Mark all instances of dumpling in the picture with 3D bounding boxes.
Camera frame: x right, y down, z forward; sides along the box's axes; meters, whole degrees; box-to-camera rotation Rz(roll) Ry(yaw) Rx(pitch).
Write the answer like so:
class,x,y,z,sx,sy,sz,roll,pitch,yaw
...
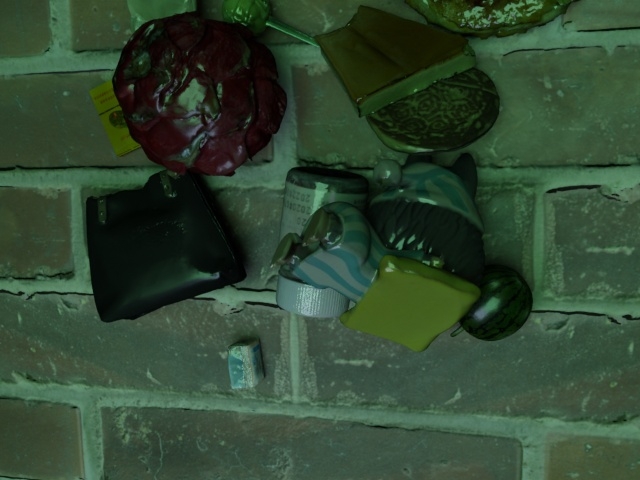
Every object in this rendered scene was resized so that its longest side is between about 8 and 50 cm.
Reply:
class,x,y,z,sx,sy,sz,roll,pitch,yaw
dumpling,-0.314,-0.519,1.531,0.162,0.132,0.250,7,101,17

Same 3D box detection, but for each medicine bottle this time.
class,x,y,z,sx,sy,sz,roll,pitch,yaw
medicine bottle,0.000,0.000,1.519,0.165,0.165,0.274,9,102,13

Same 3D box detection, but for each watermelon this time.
class,x,y,z,sx,sy,sz,roll,pitch,yaw
watermelon,0.314,0.133,1.474,0.140,0.140,0.187,43,114,5

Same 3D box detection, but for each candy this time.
class,x,y,z,sx,sy,sz,roll,pitch,yaw
candy,-0.037,-0.397,1.513,0.335,0.093,0.092,25,104,2

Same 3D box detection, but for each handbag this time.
class,x,y,z,sx,sy,sz,roll,pitch,yaw
handbag,-0.347,0.000,1.627,0.342,0.152,0.288,-19,83,14

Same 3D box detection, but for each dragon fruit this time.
class,x,y,z,sx,sy,sz,roll,pitch,yaw
dragon fruit,-0.230,-0.274,1.457,0.329,0.329,0.329,2,100,14

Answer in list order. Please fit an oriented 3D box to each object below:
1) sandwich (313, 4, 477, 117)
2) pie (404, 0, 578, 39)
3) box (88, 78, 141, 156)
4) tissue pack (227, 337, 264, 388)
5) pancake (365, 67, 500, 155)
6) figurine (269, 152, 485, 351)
class,x,y,z,sx,sy,sz,roll,pitch,yaw
sandwich,0.132,-0.365,1.439,0.244,0.063,0.212,-25,63,-6
pie,0.309,-0.509,1.385,0.354,0.103,0.289,-3,93,17
box,-0.429,-0.267,1.662,0.086,0.023,0.155,-22,93,15
tissue pack,-0.159,0.261,1.652,0.058,0.074,0.095,-6,95,19
pancake,0.200,-0.246,1.419,0.250,0.031,0.250,-4,54,5
figurine,0.126,-0.040,1.417,0.361,0.378,0.266,30,138,-23
